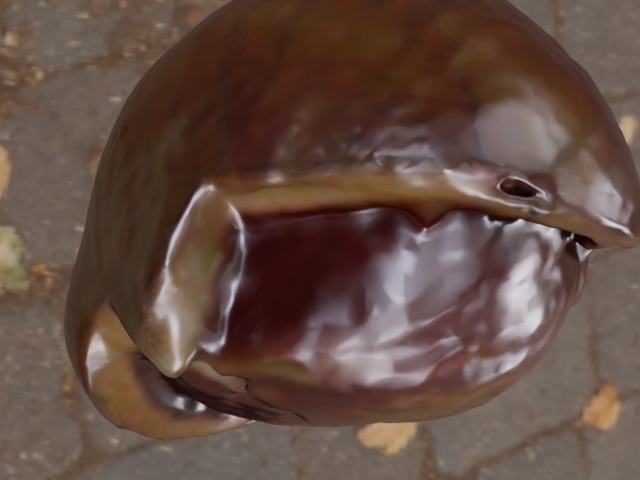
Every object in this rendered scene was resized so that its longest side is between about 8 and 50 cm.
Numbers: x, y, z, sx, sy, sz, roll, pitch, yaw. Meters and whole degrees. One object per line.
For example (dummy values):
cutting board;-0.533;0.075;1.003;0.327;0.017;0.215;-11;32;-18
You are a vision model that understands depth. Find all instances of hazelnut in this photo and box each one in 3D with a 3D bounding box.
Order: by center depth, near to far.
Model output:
hazelnut;0.006;0.000;0.586;0.170;0.161;0.202;14;128;-27
